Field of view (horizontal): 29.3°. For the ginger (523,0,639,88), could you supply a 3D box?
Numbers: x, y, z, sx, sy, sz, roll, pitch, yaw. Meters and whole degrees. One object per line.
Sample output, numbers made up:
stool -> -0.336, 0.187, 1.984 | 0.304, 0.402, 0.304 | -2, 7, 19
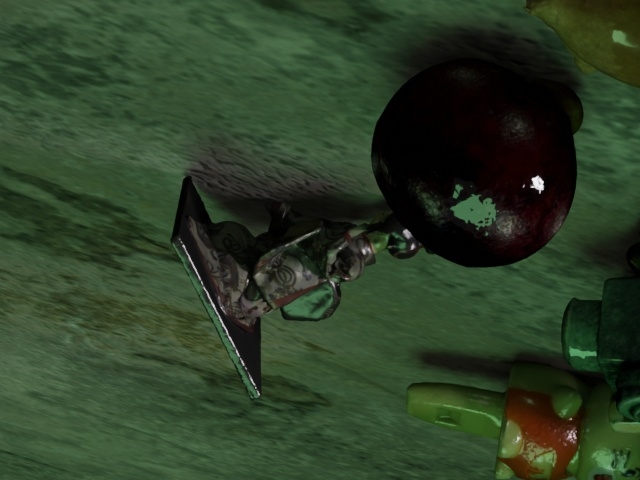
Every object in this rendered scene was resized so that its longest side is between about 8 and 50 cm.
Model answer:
ginger -> 0.307, -0.079, 0.637 | 0.363, 0.122, 0.348 | 56, 150, -11

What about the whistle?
whistle -> 0.226, 0.185, 1.213 | 0.288, 0.106, 0.131 | 8, 143, 9

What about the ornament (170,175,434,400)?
ornament -> 0.000, 0.000, 1.008 | 0.196, 0.166, 0.153 | -21, 111, 4

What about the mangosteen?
mangosteen -> 0.112, -0.058, 0.835 | 0.152, 0.153, 0.152 | 10, 150, 6

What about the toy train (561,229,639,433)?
toy train -> 0.398, 0.100, 0.961 | 0.397, 0.160, 0.253 | 0, 155, 24
